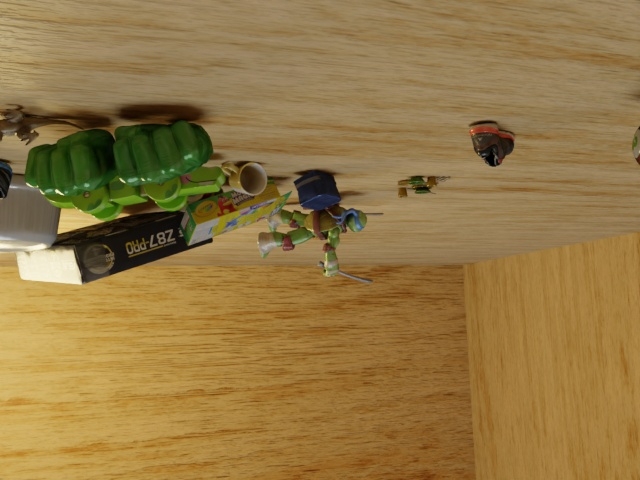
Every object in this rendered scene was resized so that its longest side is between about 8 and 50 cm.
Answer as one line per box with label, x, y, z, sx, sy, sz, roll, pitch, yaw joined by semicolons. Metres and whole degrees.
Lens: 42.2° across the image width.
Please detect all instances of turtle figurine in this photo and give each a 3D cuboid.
turtle figurine;0.000;0.000;2.041;0.266;0.198;0.274;-1;170;18

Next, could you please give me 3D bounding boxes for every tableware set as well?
tableware set;0.217;-0.117;1.852;0.104;0.024;0.154;0;173;-17

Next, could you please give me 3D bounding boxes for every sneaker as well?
sneaker;-0.613;-0.107;1.424;0.067;0.078;0.188;-8;171;35
sneaker;0.289;-0.153;1.411;0.061;0.065;0.158;-6;172;30

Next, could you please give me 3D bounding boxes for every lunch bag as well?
lunch bag;-0.005;-0.106;1.707;0.067;0.065;0.098;-23;163;25

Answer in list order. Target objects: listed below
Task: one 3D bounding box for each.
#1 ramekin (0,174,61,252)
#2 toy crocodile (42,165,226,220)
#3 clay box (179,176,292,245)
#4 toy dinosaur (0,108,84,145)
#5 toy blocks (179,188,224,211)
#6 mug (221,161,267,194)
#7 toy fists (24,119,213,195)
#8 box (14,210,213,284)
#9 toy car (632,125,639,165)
ramekin;-0.658;-0.049;1.684;0.272;0.127;0.273;-2;173;0
toy crocodile;-0.343;-0.104;1.518;0.340;0.105;0.115;-8;172;4
clay box;-0.177;-0.065;1.740;0.222;0.053;0.127;-21;168;-24
toy dinosaur;-0.434;-0.166;1.196;0.183;0.053;0.092;-13;-166;-18
toy blocks;-0.283;-0.097;1.716;0.123;0.054;0.148;-5;173;17
mug;-0.148;-0.124;1.594;0.062;0.078;0.064;-35;-160;-28
toy fists;-0.301;-0.125;1.234;0.279;0.096;0.142;-6;-164;10
box;-0.479;0.008;1.893;0.318;0.097;0.395;-17;-171;-37
toy car;0.484;-0.157;1.154;0.149;0.155;0.188;-9;161;42
